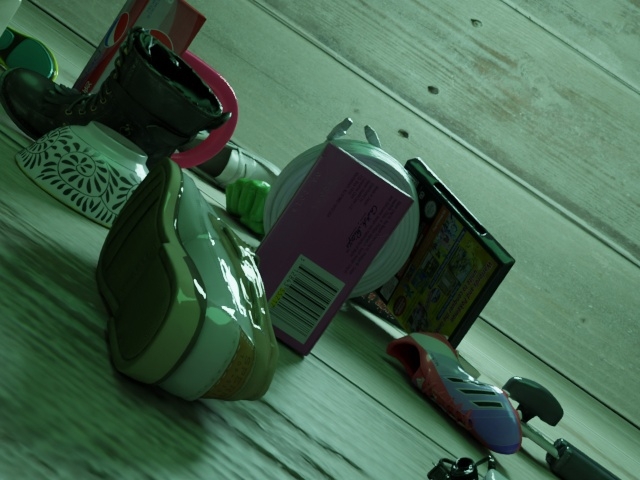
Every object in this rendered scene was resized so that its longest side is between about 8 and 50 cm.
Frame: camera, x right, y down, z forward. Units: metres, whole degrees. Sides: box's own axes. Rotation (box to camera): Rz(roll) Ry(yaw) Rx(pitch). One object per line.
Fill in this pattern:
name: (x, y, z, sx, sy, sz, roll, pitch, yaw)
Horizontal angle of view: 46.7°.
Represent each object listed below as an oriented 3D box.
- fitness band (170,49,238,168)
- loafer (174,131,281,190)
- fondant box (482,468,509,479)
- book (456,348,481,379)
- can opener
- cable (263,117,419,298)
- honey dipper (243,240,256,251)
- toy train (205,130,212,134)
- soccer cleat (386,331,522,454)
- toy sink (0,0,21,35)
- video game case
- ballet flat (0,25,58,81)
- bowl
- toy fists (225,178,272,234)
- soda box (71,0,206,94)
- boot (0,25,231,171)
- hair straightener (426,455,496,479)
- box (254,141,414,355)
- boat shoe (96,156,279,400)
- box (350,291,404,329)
fitness band: (-0.272, -0.233, 1.294, 0.291, 0.209, 0.054, 29, 7, -47)
loafer: (-0.200, -0.157, 1.635, 0.319, 0.112, 0.111, 26, 12, -10)
fondant box: (0.156, 0.256, 0.323, 0.238, 0.096, 0.330, 36, 5, 8)
book: (0.259, 0.226, 1.480, 0.096, 0.035, 0.144, 38, 4, -10)
can opener: (0.391, 0.318, 1.132, 0.283, 0.095, 0.076, 35, 7, 4)
cable: (0.037, -0.032, 1.198, 0.257, 0.257, 0.089, 51, 7, -17)
honey dipper: (-0.064, 0.051, 1.082, 0.160, 0.030, 0.030, 36, 5, -25)
toy train: (-0.344, -0.296, 1.823, 0.334, 0.142, 0.190, 40, -2, 42)
soccer cleat: (0.180, 0.208, 1.019, 0.095, 0.083, 0.248, -1, 27, -24)
toy sink: (-0.442, -0.242, 0.707, 0.131, 0.153, 0.234, 37, 7, 18)
video game case: (0.182, 0.042, 1.263, 0.035, 0.275, 0.248, -15, 54, -34)
ballet flat: (-0.528, -0.324, 1.303, 0.231, 0.077, 0.077, 35, -11, 20)
bowl: (-0.251, -0.084, 0.851, 0.170, 0.080, 0.170, 35, 6, -5)
toy fists: (-0.060, -0.035, 1.359, 0.279, 0.096, 0.142, 29, -2, 32)
soda box: (-0.287, -0.253, 1.100, 0.092, 0.263, 0.083, 29, 8, -40)
boot: (-0.253, -0.179, 0.902, 0.263, 0.229, 0.091, 35, 49, -11)
hair straightener: (0.148, 0.231, 0.707, 0.089, 0.047, 0.230, 36, 6, 11)
box: (0.000, 0.000, 0.921, 0.117, 0.214, 0.243, 34, 5, -3)
boat shoe: (-0.113, 0.030, 0.617, 0.103, 0.113, 0.302, 33, 16, -28)
box: (0.082, 0.090, 1.483, 0.233, 0.044, 0.159, 31, 7, -32)
